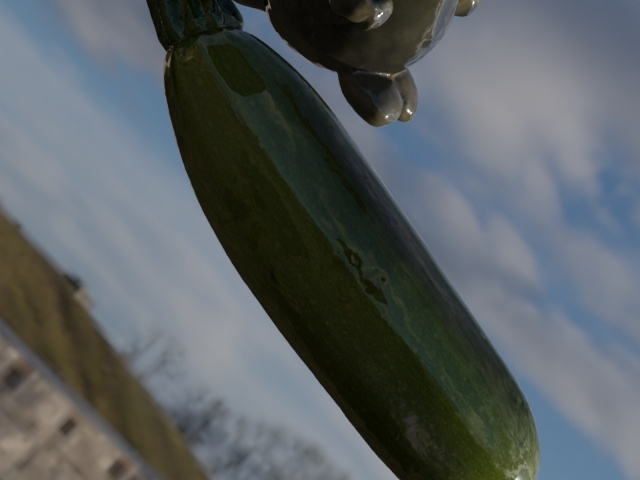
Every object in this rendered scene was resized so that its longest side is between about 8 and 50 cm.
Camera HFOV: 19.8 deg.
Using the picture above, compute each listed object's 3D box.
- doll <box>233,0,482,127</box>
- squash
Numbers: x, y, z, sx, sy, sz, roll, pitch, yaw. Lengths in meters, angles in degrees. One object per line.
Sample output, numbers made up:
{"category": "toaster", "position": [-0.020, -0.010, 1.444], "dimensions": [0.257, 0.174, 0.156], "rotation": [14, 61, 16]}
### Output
{"category": "doll", "position": [0.024, -0.327, 1.636], "dimensions": [0.378, 0.382, 0.252], "rotation": [30, 30, 4]}
{"category": "squash", "position": [0.000, 0.000, 0.915], "dimensions": [0.341, 0.094, 0.094], "rotation": [56, -11, -3]}
